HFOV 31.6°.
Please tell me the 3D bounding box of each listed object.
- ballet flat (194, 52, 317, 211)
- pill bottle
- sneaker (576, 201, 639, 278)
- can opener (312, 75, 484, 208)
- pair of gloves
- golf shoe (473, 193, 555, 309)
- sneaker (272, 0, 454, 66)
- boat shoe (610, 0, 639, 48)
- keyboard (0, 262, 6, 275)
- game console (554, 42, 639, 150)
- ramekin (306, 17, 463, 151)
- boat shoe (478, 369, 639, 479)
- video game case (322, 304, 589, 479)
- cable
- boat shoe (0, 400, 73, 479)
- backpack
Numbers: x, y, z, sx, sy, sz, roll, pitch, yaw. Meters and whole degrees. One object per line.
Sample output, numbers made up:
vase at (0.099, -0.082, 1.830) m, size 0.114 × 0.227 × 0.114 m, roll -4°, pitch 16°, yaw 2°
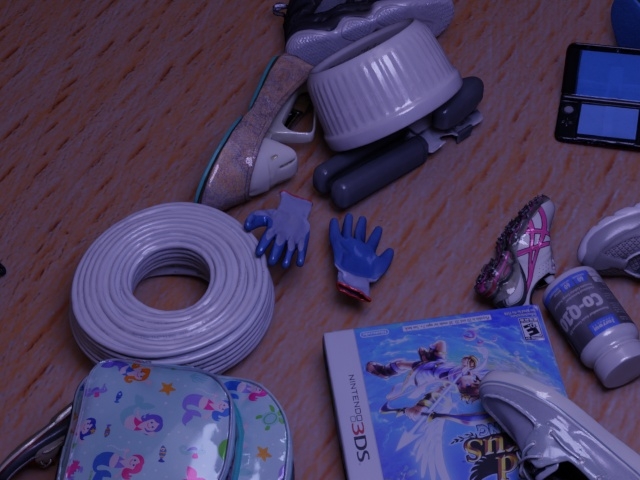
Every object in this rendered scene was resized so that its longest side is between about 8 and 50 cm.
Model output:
ballet flat at (-0.068, -0.144, 1.566) m, size 0.106 × 0.107 × 0.316 m, roll 19°, pitch 56°, yaw 8°
pill bottle at (0.333, 0.104, 1.362) m, size 0.078 × 0.078 × 0.137 m, roll -20°, pitch 53°, yaw -12°
sneaker at (0.463, 0.021, 1.404) m, size 0.281 × 0.105 × 0.115 m, roll -2°, pitch 51°, yaw 1°
can opener at (0.114, -0.148, 1.560) m, size 0.283 × 0.095 × 0.076 m, roll -31°, pitch 56°, yaw -28°
pair of gloves at (0.000, 0.000, 1.445) m, size 0.198 × 0.023 × 0.159 m, roll 23°, pitch 35°, yaw -6°
golf shoe at (0.265, 0.021, 1.449) m, size 0.086 × 0.067 × 0.186 m, roll 36°, pitch 57°, yaw -4°
sneaker at (0.059, -0.356, 1.723) m, size 0.268 × 0.101 × 0.153 m, roll -17°, pitch 55°, yaw -7°
boat shoe at (0.516, -0.259, 1.643) m, size 0.089 × 0.109 × 0.258 m, roll -19°, pitch 69°, yaw -20°
keyboard at (-0.468, 0.024, 1.473) m, size 0.108 × 0.023 × 0.180 m, roll -4°, pitch 55°, yaw -37°
game console at (0.410, -0.202, 1.593) m, size 0.144 × 0.085 × 0.124 m, roll 8°, pitch 52°, yaw 14°
ramekin at (0.080, -0.217, 1.541) m, size 0.207 × 0.109 × 0.207 m, roll -26°, pitch 16°, yaw 8°
boat shoe at (0.252, 0.225, 1.195) m, size 0.227 × 0.079 × 0.081 m, roll 35°, pitch 57°, yaw 20°
video game case at (0.152, 0.202, 1.305) m, size 0.269 × 0.061 × 0.244 m, roll -8°, pitch 53°, yaw -4°
cable at (-0.187, 0.066, 1.411) m, size 0.257 × 0.089 × 0.257 m, roll -26°, pitch 55°, yaw -17°
boat shoe at (-0.315, 0.237, 1.311) m, size 0.137 × 0.049 × 0.043 m, roll -40°, pitch 99°, yaw -26°
backpack at (-0.152, 0.246, 1.214) m, size 0.253 × 0.191 × 0.225 m, roll 8°, pitch 56°, yaw 0°
